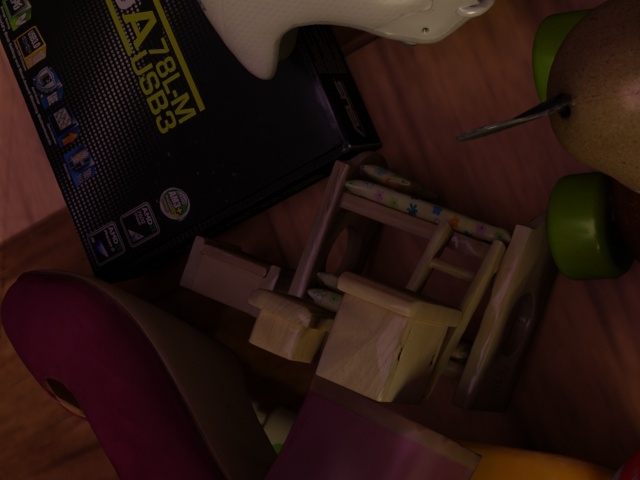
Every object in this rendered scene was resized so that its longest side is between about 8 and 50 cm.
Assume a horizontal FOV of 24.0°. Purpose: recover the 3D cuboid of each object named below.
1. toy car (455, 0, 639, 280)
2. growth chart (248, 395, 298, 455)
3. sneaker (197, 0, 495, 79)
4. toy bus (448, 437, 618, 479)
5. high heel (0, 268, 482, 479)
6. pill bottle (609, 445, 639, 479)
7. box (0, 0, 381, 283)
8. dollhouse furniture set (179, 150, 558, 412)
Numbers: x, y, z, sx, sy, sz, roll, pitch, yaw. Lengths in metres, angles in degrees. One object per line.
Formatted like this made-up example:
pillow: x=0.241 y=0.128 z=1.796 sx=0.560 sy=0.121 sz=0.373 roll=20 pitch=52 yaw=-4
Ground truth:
toy car: x=0.142 y=-0.043 z=0.620 sx=0.155 sy=0.188 sz=0.149 roll=-4 pitch=93 yaw=32
growth chart: x=-0.018 y=0.208 z=0.785 sx=0.172 sy=0.021 sz=0.237 roll=12 pitch=73 yaw=21
sneaker: x=0.066 y=-0.167 z=0.711 sx=0.297 sy=0.111 sz=0.129 roll=-14 pitch=114 yaw=21
toy bus: x=0.078 y=0.266 z=0.692 sx=0.108 sy=0.130 sz=0.333 roll=4 pitch=77 yaw=36
high heel: x=-0.091 y=0.128 z=0.746 sx=0.377 sy=0.127 sz=0.181 roll=16 pitch=78 yaw=55
pill bottle: x=0.258 y=0.054 z=0.551 sx=0.176 sy=0.176 sz=0.318 roll=46 pitch=122 yaw=19
box: x=-0.082 y=-0.096 z=0.836 sx=0.184 sy=0.045 sz=0.191 roll=-27 pitch=82 yaw=32
dollhouse furniture set: x=0.000 y=0.000 z=0.720 sx=0.182 sy=0.161 sz=0.101 roll=21 pitch=92 yaw=27
